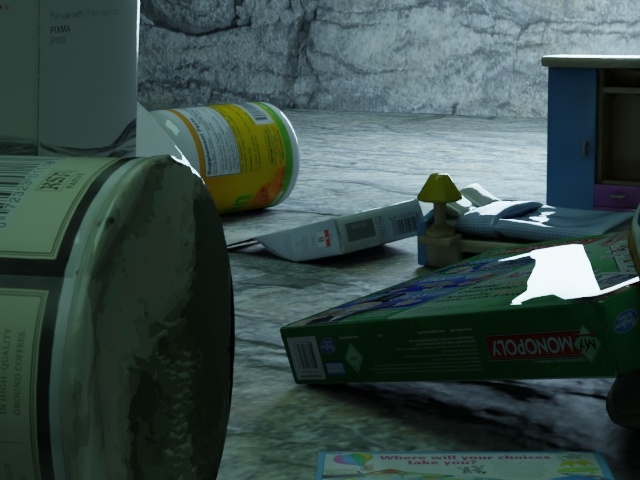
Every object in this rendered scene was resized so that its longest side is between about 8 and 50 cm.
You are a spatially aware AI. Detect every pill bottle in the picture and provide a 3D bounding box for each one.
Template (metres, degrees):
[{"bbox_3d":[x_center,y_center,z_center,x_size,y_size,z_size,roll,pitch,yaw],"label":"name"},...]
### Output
[{"bbox_3d":[-0.158,-0.094,1.717,0.245,0.136,0.136,-10,13,-41],"label":"pill bottle"}]

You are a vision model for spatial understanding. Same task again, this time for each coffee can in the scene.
[{"bbox_3d":[-0.203,0.056,0.686,0.275,0.202,0.201,2,10,15],"label":"coffee can"}]

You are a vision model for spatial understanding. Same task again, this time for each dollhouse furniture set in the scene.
[{"bbox_3d":[0.279,-0.078,1.410,0.286,0.198,0.303,5,12,34],"label":"dollhouse furniture set"}]

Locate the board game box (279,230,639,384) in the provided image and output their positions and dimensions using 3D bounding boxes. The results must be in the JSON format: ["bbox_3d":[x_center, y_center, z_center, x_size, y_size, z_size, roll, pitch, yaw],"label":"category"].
[{"bbox_3d":[0.146,0.039,0.913,0.213,0.046,0.317,-17,4,-33],"label":"board game box"}]

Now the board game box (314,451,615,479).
[{"bbox_3d":[0.073,0.135,0.710,0.154,0.026,0.103,-1,10,3],"label":"board game box"}]

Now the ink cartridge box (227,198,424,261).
[{"bbox_3d":[0.000,0.000,1.502,0.179,0.045,0.145,-17,-2,41],"label":"ink cartridge box"}]

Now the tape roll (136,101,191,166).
[{"bbox_3d":[-0.270,-0.084,1.211,0.392,0.072,0.392,34,21,-15],"label":"tape roll"}]

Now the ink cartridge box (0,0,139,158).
[{"bbox_3d":[-0.223,-0.046,0.854,0.207,0.283,0.117,9,13,22],"label":"ink cartridge box"}]

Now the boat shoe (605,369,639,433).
[{"bbox_3d":[0.230,0.097,0.833,0.079,0.084,0.233,36,0,-5],"label":"boat shoe"}]

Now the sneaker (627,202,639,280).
[{"bbox_3d":[0.243,0.037,0.646,0.111,0.131,0.296,-6,45,-25],"label":"sneaker"}]
